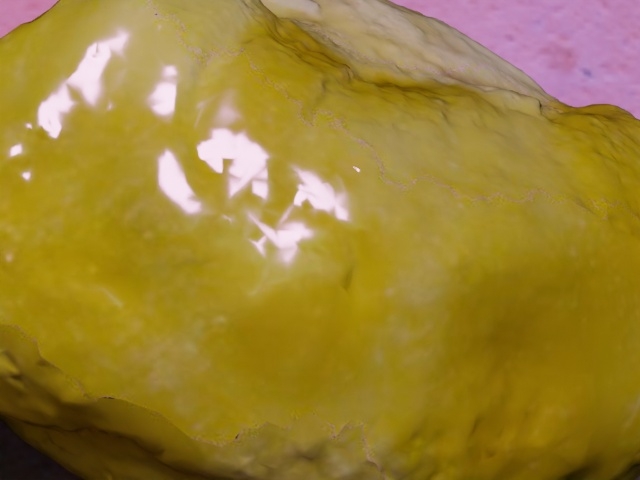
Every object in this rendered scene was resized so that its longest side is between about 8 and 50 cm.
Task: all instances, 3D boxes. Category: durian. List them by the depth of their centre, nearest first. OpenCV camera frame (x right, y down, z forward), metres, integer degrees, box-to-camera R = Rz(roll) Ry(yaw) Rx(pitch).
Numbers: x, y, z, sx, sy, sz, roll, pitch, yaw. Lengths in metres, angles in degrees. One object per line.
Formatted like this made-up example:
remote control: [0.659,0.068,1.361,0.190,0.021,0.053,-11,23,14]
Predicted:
durian: [0.000,0.000,0.646,0.340,0.204,0.255,28,50,7]
